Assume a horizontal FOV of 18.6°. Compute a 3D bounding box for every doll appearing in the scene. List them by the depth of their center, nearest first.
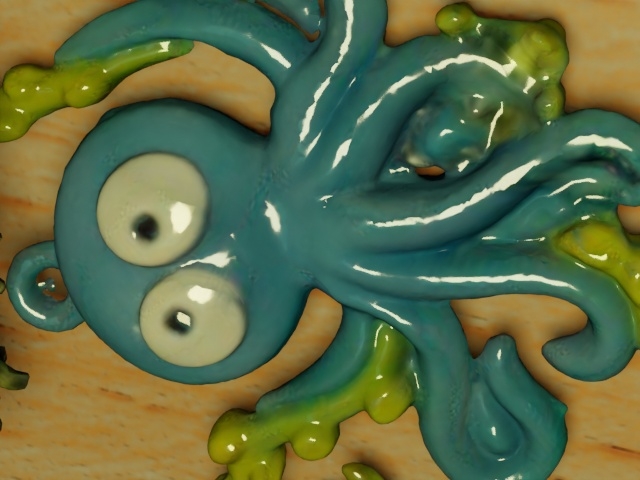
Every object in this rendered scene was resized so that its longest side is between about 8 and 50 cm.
[{"bbox_3d":[0.000,0.000,0.961,0.341,0.099,0.346,-15,107,19],"label":"doll"}]

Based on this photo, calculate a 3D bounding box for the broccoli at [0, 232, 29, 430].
[{"bbox_3d":[-0.310,0.009,0.968,0.334,0.324,0.272,18,74,17],"label":"broccoli"}]
